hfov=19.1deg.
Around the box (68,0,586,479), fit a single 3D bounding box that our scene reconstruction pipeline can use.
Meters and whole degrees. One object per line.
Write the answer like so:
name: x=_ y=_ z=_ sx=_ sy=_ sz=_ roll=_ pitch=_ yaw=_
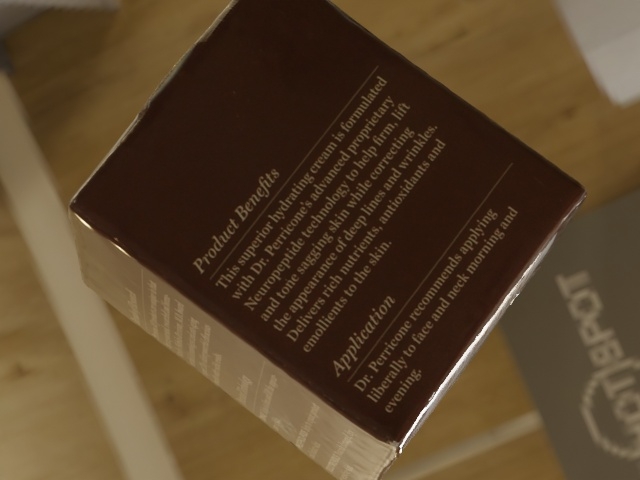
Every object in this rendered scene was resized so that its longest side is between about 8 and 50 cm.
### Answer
box: x=0.000 y=0.000 z=0.994 sx=0.203 sy=0.168 sz=0.167 roll=37 pitch=166 yaw=7
